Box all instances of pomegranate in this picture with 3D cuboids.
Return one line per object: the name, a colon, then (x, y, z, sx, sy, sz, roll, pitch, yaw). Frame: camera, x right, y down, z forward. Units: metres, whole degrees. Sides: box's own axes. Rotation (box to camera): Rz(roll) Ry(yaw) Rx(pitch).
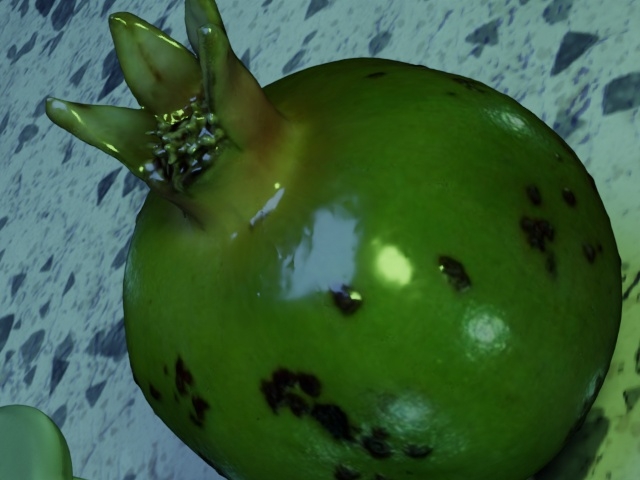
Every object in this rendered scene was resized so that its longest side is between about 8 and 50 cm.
pomegranate: (0.009, 0.022, 0.810, 0.291, 0.323, 0.290, -10, 69, 27)

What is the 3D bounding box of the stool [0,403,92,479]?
stool: (-0.160, 0.228, 0.951, 0.195, 0.199, 0.195, -3, 61, 52)
